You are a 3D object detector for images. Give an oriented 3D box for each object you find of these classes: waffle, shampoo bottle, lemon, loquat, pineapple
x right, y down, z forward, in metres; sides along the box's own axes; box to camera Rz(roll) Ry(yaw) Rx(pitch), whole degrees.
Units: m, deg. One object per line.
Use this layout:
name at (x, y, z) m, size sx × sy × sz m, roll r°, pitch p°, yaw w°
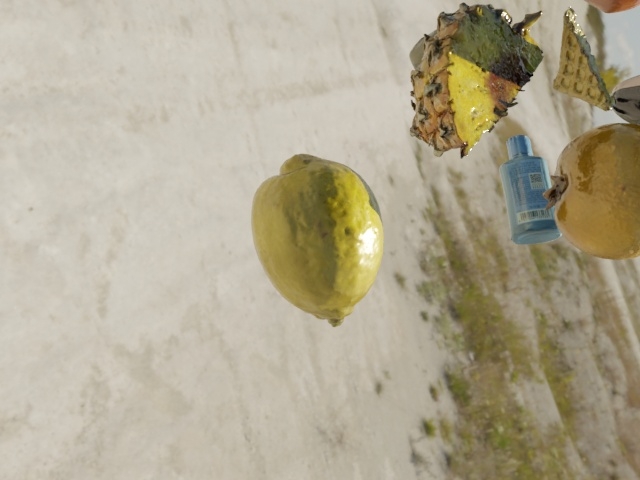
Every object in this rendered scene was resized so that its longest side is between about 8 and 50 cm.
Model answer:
waffle at (0.387, -0.259, 1.034) m, size 0.097 × 0.023 × 0.152 m, roll 32°, pitch -23°, yaw 29°
shampoo bottle at (0.441, -0.114, 1.534) m, size 0.061 × 0.104 × 0.258 m, roll 63°, pitch 22°, yaw -55°
lemon at (-0.001, -0.007, 1.450) m, size 0.316 × 0.285 × 0.285 m, roll 57°, pitch 18°, yaw 19°
loquat at (0.451, -0.075, 1.100) m, size 0.208 × 0.208 × 0.208 m, roll 49°, pitch 28°, yaw -38°
pineapple at (0.191, -0.244, 1.025) m, size 0.161 × 0.158 × 0.334 m, roll 50°, pitch 57°, yaw -14°

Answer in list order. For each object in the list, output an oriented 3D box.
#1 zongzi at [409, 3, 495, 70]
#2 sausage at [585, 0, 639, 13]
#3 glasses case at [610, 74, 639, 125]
zongzi at (0.294, -0.397, 1.576) m, size 0.112 × 0.221 × 0.242 m, roll 51°, pitch 34°, yaw -26°
sausage at (0.593, -0.601, 1.551) m, size 0.268 × 0.153 × 0.141 m, roll 33°, pitch -4°, yaw 4°
glasses case at (0.590, -0.219, 1.081) m, size 0.122 × 0.314 × 0.075 m, roll 22°, pitch 80°, yaw -32°
